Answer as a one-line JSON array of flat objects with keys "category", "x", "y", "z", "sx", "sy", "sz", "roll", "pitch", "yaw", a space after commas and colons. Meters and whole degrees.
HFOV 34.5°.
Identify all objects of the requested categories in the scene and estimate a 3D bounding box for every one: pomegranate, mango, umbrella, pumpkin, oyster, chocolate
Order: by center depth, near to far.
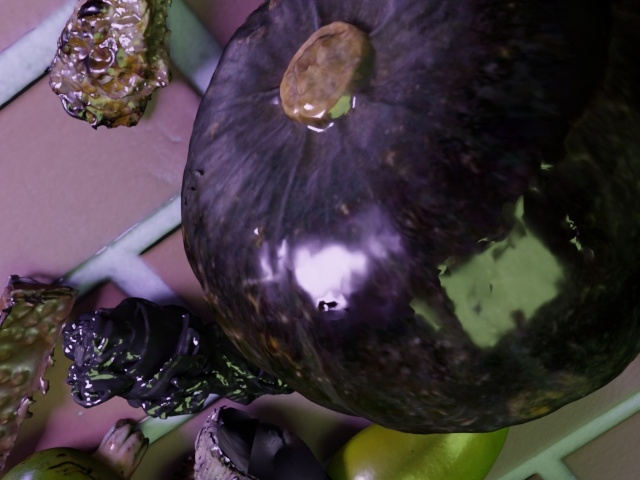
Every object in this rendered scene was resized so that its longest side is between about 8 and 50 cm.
[{"category": "pumpkin", "x": 0.100, "y": -0.057, "z": 0.860, "sx": 0.454, "sy": 0.454, "sz": 0.344, "roll": -40, "pitch": 138, "yaw": 13}, {"category": "oyster", "x": -0.184, "y": -0.177, "z": 0.948, "sx": 0.105, "sy": 0.056, "sz": 0.177, "roll": 26, "pitch": 119, "yaw": -20}, {"category": "chocolate", "x": -0.363, "y": 0.169, "z": 1.131, "sx": 0.102, "sy": 0.065, "sz": 0.329, "roll": 7, "pitch": 125, "yaw": -42}, {"category": "umbrella", "x": -0.121, "y": 0.135, "z": 1.144, "sx": 0.336, "sy": 0.154, "sz": 0.128, "roll": 7, "pitch": 92, "yaw": -42}, {"category": "pomegranate", "x": -0.275, "y": 0.303, "z": 1.194, "sx": 0.180, "sy": 0.180, "sz": 0.209, "roll": 50, "pitch": 62, "yaw": -35}, {"category": "mango", "x": 0.121, "y": 0.279, "z": 1.291, "sx": 0.293, "sy": 0.143, "sz": 0.175, "roll": -45, "pitch": 128, "yaw": 7}]

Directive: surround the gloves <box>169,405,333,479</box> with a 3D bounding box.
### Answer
[{"category": "gloves", "x": -0.112, "y": 0.356, "z": 1.278, "sx": 0.210, "sy": 0.135, "sz": 0.312, "roll": 22, "pitch": 115, "yaw": -27}]
